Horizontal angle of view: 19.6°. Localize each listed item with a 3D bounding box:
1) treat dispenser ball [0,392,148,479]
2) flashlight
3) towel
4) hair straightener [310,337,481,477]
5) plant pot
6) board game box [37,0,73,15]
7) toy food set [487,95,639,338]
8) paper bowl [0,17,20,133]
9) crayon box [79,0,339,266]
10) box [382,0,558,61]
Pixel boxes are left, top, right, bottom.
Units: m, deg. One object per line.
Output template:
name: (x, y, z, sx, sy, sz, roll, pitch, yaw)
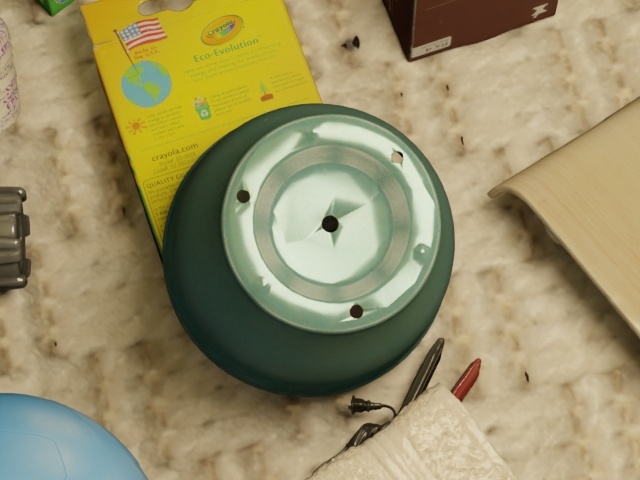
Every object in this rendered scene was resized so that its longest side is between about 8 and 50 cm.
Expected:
treat dispenser ball: (-0.273, 0.274, 1.575, 0.288, 0.288, 0.288, 0, 69, 0)
flashlight: (-0.434, 0.003, 1.776, 0.304, 0.103, 0.103, -2, 109, -5)
towel: (0.117, 0.292, 1.668, 0.187, 0.049, 0.282, -34, 83, -13)
hair straightener: (0.057, 0.186, 1.742, 0.089, 0.047, 0.230, 32, 77, 12)
plant pot: (0.000, 0.000, 1.621, 0.271, 0.255, 0.272, 1, 84, -6)
board game box: (-0.181, -0.391, 1.861, 0.316, 0.242, 0.064, -39, 75, -13)
toy food set: (0.337, 0.011, 1.790, 0.220, 0.092, 0.306, -31, 72, -23)
paper bowl: (-0.428, -0.119, 1.762, 0.284, 0.284, 0.148, -5, 113, -1)
crayon box: (-0.097, -0.114, 1.836, 0.202, 0.081, 0.318, -17, 70, -6)
box: (0.133, -0.323, 1.869, 0.168, 0.167, 0.203, -20, 70, -7)
